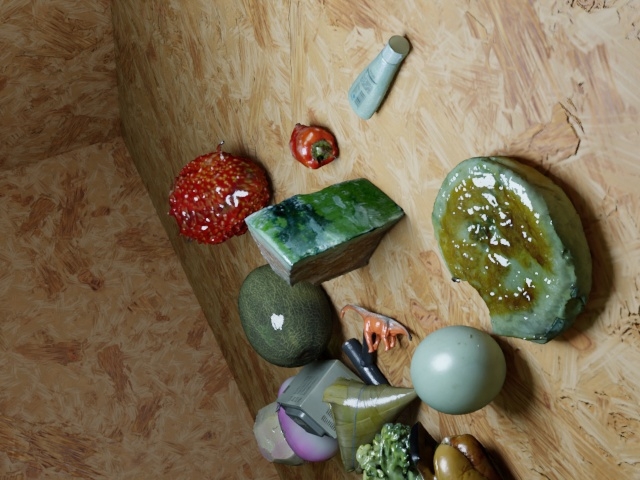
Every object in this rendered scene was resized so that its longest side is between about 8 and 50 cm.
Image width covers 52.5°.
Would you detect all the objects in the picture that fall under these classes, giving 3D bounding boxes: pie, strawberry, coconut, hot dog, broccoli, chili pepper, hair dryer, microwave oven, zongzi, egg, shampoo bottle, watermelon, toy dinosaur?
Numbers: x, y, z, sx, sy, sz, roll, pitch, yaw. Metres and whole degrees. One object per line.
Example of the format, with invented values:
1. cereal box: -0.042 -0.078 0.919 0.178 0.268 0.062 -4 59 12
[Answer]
1. pie: 0.269 0.013 0.943 0.302 0.067 0.302 48 151 38
2. strawberry: -0.282 -0.149 1.856 0.343 0.292 0.292 -42 71 49
3. coconut: -0.110 0.669 2.246 0.227 0.227 0.230 121 131 -64
4. hot dog: 0.311 0.479 1.234 0.326 0.107 0.194 50 -158 -11
5. broccoli: 0.182 0.544 1.395 0.288 0.245 0.248 49 141 2
6. chili pepper: -0.009 -0.194 1.376 0.086 0.084 0.192 42 176 -32
7. hair dryer: 0.126 0.272 1.562 0.173 0.050 0.194 51 150 30
8. microwave oven: 0.001 0.436 1.780 0.145 0.194 0.240 41 160 -8
9. zongzi: 0.146 0.437 1.518 0.256 0.115 0.228 -7 103 29
10. egg: -0.031 0.543 1.993 0.196 0.196 0.271 100 158 -53
11. egg: 0.234 0.220 1.108 0.149 0.149 0.192 63 157 11
12. shampoo bottle: 0.097 -0.278 1.098 0.069 0.041 0.190 69 159 12
13. watermelon: -0.005 -0.015 1.302 0.151 0.264 0.302 63 161 14
14. toy dinosaur: 0.122 0.199 1.459 0.280 0.055 0.101 -3 84 53

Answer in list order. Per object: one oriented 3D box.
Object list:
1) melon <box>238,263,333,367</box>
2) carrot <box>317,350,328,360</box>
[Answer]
1. melon: -0.096 0.193 1.736 0.237 0.238 0.301 92 153 -46
2. carrot: 0.002 0.338 1.920 0.049 0.049 0.254 15 129 64
